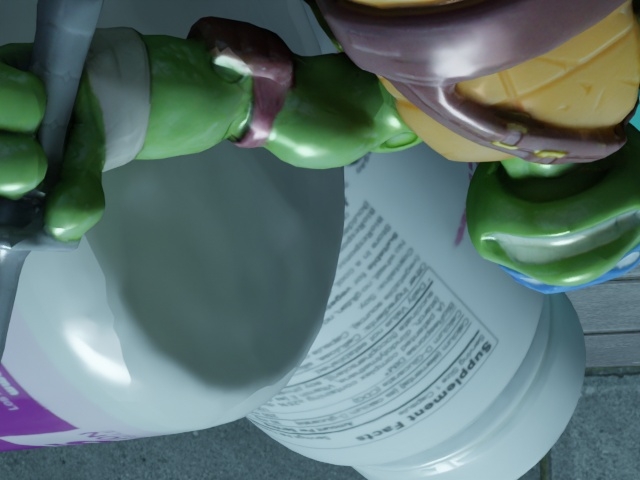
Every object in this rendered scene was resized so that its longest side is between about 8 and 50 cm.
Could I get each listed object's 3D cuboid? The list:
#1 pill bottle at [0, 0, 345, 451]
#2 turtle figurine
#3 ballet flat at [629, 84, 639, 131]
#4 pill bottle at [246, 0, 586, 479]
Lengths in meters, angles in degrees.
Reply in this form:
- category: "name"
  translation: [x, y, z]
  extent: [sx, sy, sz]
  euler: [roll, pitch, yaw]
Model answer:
- category: "pill bottle"
  translation: [-0.158, -0.010, 0.556]
  extent: [0.301, 0.169, 0.169]
  euler: [-8, 168, 29]
- category: "turtle figurine"
  translation: [0.017, -0.048, 0.343]
  extent: [0.198, 0.275, 0.266]
  euler: [15, 139, 42]
- category: "ballet flat"
  translation: [0.119, -0.065, 0.837]
  extent: [0.280, 0.096, 0.095]
  euler: [3, 138, 26]
- category: "pill bottle"
  translation: [0.000, 0.000, 0.745]
  extent: [0.160, 0.160, 0.283]
  euler: [-7, 147, 31]
